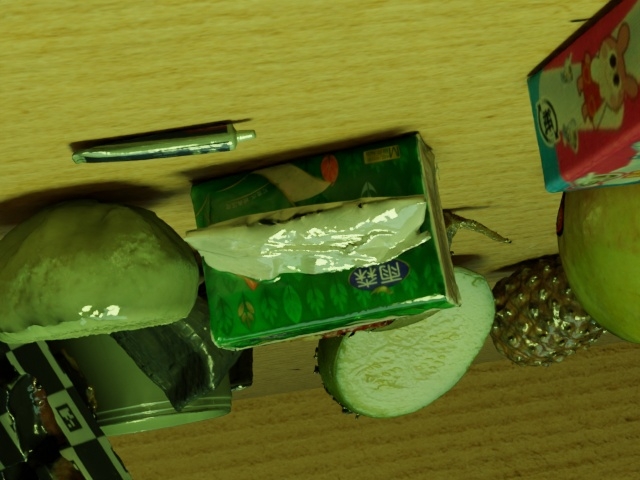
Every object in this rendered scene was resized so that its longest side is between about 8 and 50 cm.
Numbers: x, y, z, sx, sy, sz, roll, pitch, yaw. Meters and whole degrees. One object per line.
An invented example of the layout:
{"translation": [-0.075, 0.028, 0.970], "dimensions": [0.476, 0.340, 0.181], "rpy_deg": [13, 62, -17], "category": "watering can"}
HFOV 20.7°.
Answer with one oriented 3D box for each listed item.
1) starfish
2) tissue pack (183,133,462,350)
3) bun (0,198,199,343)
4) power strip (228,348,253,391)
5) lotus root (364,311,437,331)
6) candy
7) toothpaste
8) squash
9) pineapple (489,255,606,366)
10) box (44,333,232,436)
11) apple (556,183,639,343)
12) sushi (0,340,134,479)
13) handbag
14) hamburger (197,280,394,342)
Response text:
{"translation": [0.138, -0.010, 1.869], "dimensions": [0.130, 0.041, 0.133], "rpy_deg": [-4, 173, 5], "category": "starfish"}
{"translation": [-0.001, 0.002, 1.486], "dimensions": [0.209, 0.148, 0.156], "rpy_deg": [-11, 171, 10], "category": "tissue pack"}
{"translation": [-0.200, 0.024, 1.496], "dimensions": [0.195, 0.118, 0.195], "rpy_deg": [-5, 178, 0], "category": "bun"}
{"translation": [-0.221, 0.167, 2.366], "dimensions": [0.251, 0.092, 0.257], "rpy_deg": [-16, -170, 0], "category": "power strip"}
{"translation": [0.073, 0.066, 2.112], "dimensions": [0.183, 0.090, 0.077], "rpy_deg": [-13, -162, 30], "category": "lotus root"}
{"translation": [0.268, -0.119, 1.212], "dimensions": [0.157, 0.100, 0.306], "rpy_deg": [-6, 171, -13], "category": "candy"}
{"translation": [-0.118, -0.071, 1.322], "dimensions": [0.140, 0.021, 0.037], "rpy_deg": [-8, 171, -2], "category": "toothpaste"}
{"translation": [0.114, 0.137, 2.281], "dimensions": [0.189, 0.189, 0.260], "rpy_deg": [-6, 174, -21], "category": "squash"}
{"translation": [0.373, 0.064, 2.319], "dimensions": [0.310, 0.141, 0.170], "rpy_deg": [-26, 162, 35], "category": "pineapple"}
{"translation": [-0.228, 0.153, 2.137], "dimensions": [0.226, 0.149, 0.226], "rpy_deg": [-9, 171, -1], "category": "box"}
{"translation": [0.347, -0.005, 1.663], "dimensions": [0.261, 0.194, 0.261], "rpy_deg": [-14, 176, -1], "category": "apple"}
{"translation": [-0.316, 0.216, 2.011], "dimensions": [0.064, 0.343, 0.359], "rpy_deg": [-35, -173, -36], "category": "sushi"}
{"translation": [-0.172, 0.090, 1.860], "dimensions": [0.088, 0.175, 0.270], "rpy_deg": [-54, -173, -20], "category": "handbag"}
{"translation": [-0.029, 0.068, 1.985], "dimensions": [0.231, 0.107, 0.231], "rpy_deg": [-12, 174, -1], "category": "hamburger"}
